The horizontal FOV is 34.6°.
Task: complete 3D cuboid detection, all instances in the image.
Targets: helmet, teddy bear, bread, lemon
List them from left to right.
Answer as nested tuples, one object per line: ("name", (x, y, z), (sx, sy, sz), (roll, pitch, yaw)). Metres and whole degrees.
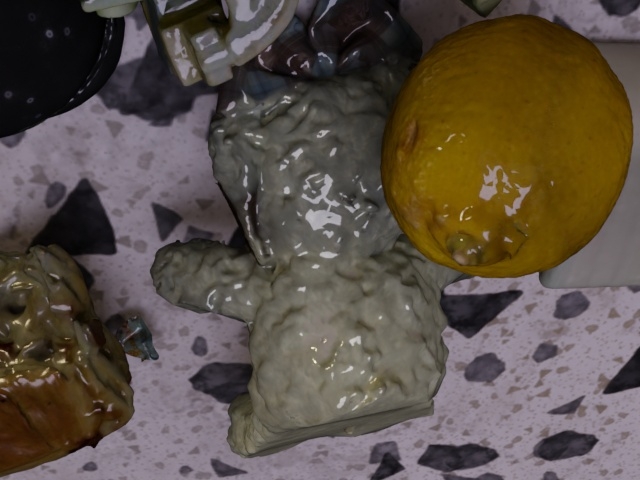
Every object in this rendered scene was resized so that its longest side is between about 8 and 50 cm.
("bread", (-0.391, 0.095, 0.947), (0.370, 0.191, 0.314), (-24, 124, 3))
("helmet", (-0.272, -0.166, 0.770), (0.230, 0.160, 0.279), (-26, 128, 9))
("teddy bear", (0.000, 0.000, 0.980), (0.327, 0.362, 0.375), (-10, 166, -10))
("lemon", (0.140, -0.071, 0.780), (0.188, 0.257, 0.188), (18, 136, 18))

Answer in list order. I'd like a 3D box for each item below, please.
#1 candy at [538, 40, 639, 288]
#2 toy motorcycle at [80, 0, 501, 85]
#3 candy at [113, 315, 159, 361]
("candy", (0.370, -0.068, 0.974), (0.358, 0.145, 0.208), (0, 129, -9))
("toy motorcycle", (0.005, -0.251, 0.739), (0.410, 0.169, 0.237), (-16, 122, -9))
("candy", (-0.260, 0.105, 1.070), (0.182, 0.046, 0.053), (-2, 133, -2))
